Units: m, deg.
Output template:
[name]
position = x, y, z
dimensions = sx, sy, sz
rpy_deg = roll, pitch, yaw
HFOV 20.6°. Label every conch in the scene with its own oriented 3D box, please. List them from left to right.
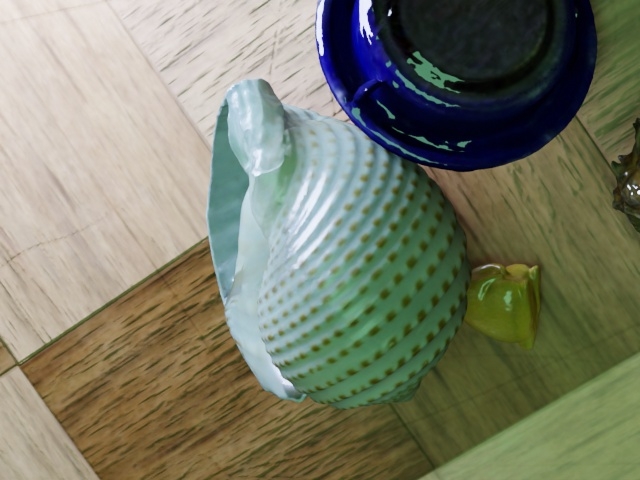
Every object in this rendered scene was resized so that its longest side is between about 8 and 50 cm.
[conch]
position = 0.015, 0.001, 1.684
dimensions = 0.215, 0.303, 0.319
rpy_deg = -8, 91, -24

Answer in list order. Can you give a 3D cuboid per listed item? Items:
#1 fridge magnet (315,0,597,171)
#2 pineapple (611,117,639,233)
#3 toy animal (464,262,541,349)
[fridge magnet]
position = 0.127, -0.193, 1.620
dimensions = 0.265, 0.113, 0.265
rpy_deg = 2, 76, -8
[pineapple]
position = 0.366, -0.073, 1.623
dimensions = 0.166, 0.166, 0.193
rpy_deg = 44, 78, -1
[toy animal]
position = 0.138, 0.060, 1.760
dimensions = 0.159, 0.070, 0.083
rpy_deg = 7, 110, 17
